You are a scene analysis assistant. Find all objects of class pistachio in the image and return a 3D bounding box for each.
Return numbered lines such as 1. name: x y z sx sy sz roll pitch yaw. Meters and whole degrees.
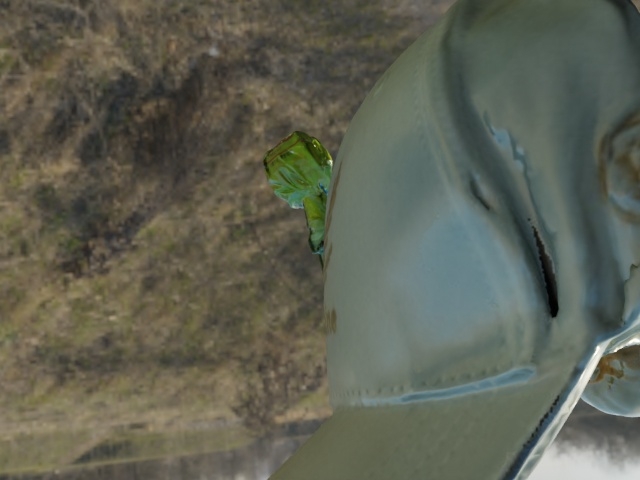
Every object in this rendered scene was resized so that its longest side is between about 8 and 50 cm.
1. pistachio: 0.363 0.129 1.110 0.200 0.145 0.117 -28 167 -46

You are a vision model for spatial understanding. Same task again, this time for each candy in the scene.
1. candy: 0.003 0.000 0.999 0.073 0.262 0.077 -27 148 17

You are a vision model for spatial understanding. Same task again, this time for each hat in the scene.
1. hat: 0.038 0.034 0.427 0.301 0.168 0.258 -44 163 0
